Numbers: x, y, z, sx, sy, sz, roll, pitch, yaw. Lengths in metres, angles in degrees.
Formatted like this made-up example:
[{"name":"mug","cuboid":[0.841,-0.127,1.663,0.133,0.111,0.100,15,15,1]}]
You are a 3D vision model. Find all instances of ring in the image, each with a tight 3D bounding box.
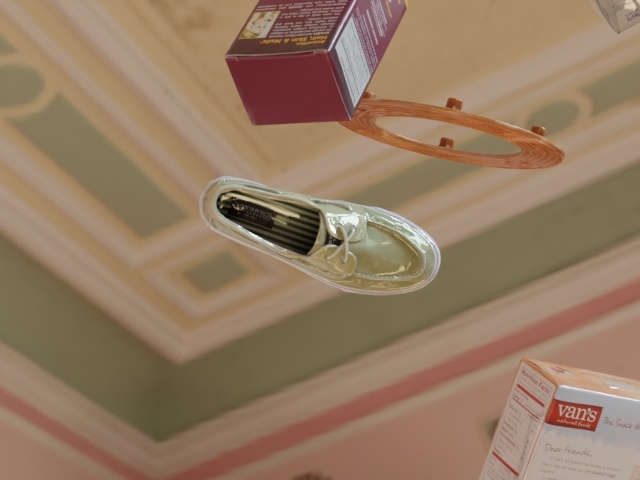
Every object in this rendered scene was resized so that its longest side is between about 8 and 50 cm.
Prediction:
[{"name":"ring","cuboid":[0.183,-0.158,2.123,0.336,0.032,0.336,13,-6,1]}]

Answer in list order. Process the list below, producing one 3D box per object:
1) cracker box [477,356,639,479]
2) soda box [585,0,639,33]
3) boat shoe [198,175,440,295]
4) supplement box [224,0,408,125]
[{"name":"cracker box","cuboid":[0.205,0.223,1.231,0.155,0.067,0.232,13,-77,-26]},{"name":"soda box","cuboid":[0.214,-0.232,1.079,0.098,0.286,0.091,-29,-76,10]},{"name":"boat shoe","cuboid":[0.000,0.000,1.775,0.302,0.109,0.094,14,4,-7]},{"name":"supplement box","cuboid":[0.000,-0.194,1.372,0.104,0.188,0.081,0,-48,25]}]
